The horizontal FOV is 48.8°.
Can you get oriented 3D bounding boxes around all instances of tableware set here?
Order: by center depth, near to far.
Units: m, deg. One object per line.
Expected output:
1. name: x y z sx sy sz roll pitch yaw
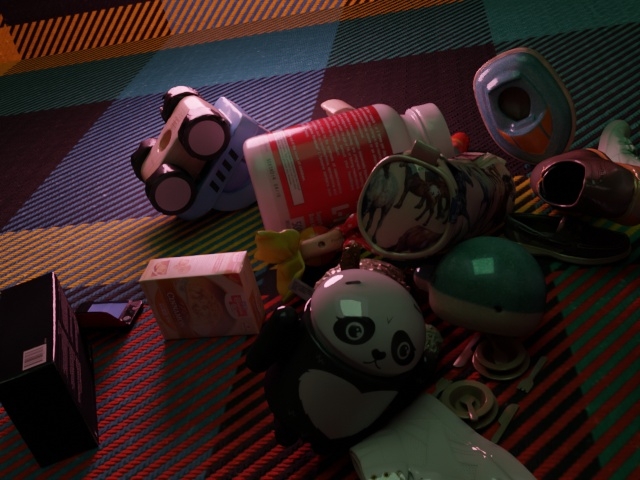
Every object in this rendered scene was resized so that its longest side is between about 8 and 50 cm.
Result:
1. tableware set: 0.242 0.201 1.046 0.128 0.039 0.194 15 42 36

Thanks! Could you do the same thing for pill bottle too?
1. pill bottle: 0.059 -0.152 1.472 0.407 0.229 0.229 -16 33 -3

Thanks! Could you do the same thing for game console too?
1. game console: -0.435 0.132 1.352 0.143 0.085 0.124 -3 34 15

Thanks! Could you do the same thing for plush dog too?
1. plush dog: 0.064 0.094 1.166 0.262 0.211 0.225 -6 8 10

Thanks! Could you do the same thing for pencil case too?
1. pencil case: 0.219 -0.075 1.215 0.160 0.184 0.410 41 23 17

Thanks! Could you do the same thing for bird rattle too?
1. bird rattle: 0.000 0.000 1.340 0.253 0.143 0.207 -28 5 -6

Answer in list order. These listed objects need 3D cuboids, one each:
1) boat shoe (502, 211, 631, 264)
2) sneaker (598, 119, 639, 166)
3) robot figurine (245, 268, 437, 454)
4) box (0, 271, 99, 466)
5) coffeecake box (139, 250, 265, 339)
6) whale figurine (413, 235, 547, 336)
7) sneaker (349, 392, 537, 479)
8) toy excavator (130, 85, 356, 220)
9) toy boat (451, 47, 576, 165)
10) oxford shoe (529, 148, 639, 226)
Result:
1. boat shoe: 0.437 -0.011 1.265 0.223 0.074 0.080 7 38 29
2. sneaker: 0.623 -0.147 1.384 0.151 0.094 0.256 3 45 33
3. robot figurine: 0.028 0.170 0.960 0.209 0.278 0.173 -10 48 -50
4. box: -0.448 0.204 1.158 0.103 0.184 0.261 -21 33 -8
5. coffeecake box: -0.207 0.101 1.264 0.185 0.142 0.068 -5 34 12
6. whale figurine: 0.259 0.053 1.126 0.216 0.141 0.272 11 12 1
7. sneaker: 0.150 0.314 0.860 0.169 0.108 0.292 -28 26 -19
8. toy excavator: -0.158 -0.209 1.672 0.433 0.445 0.222 -57 37 10
9. toy boat: 0.390 -0.246 1.537 0.318 0.268 0.148 -29 11 38
10. oxford shoe: 0.448 -0.113 1.275 0.132 0.130 0.364 11 6 -8
